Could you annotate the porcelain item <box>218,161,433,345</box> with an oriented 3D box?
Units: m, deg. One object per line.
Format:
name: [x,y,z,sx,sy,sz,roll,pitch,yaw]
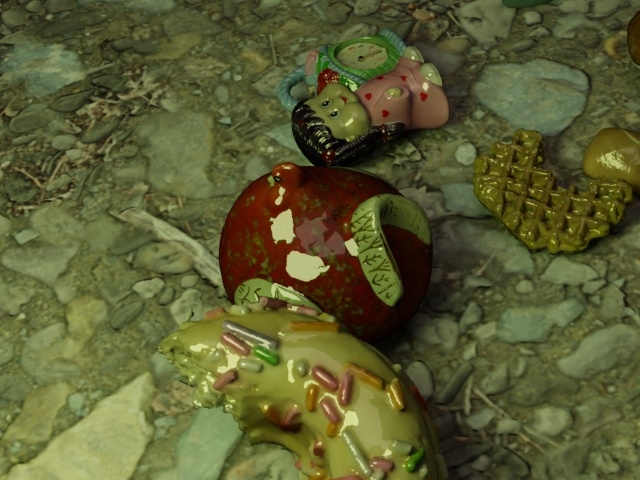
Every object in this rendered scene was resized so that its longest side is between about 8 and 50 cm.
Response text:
porcelain item: [0.000,0.000,1.338,0.253,0.253,0.253,-5,50,6]

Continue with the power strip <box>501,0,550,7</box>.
power strip: [0.314,-0.429,1.761,0.137,0.044,0.216,-7,51,4]

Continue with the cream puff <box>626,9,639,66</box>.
cream puff: [0.533,-0.258,1.521,0.269,0.155,0.241,-13,44,7]

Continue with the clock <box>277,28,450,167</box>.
clock: [0.043,-0.184,1.572,0.195,0.100,0.194,-26,47,-15]

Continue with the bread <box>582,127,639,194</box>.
bread: [0.381,-0.103,1.471,0.115,0.056,0.082,24,59,26]

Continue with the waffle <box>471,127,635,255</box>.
waffle: [0.276,-0.060,1.457,0.149,0.051,0.194,-32,51,-12]

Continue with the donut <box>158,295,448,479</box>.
donut: [-0.031,0.237,1.157,0.307,0.150,0.371,6,66,3]
